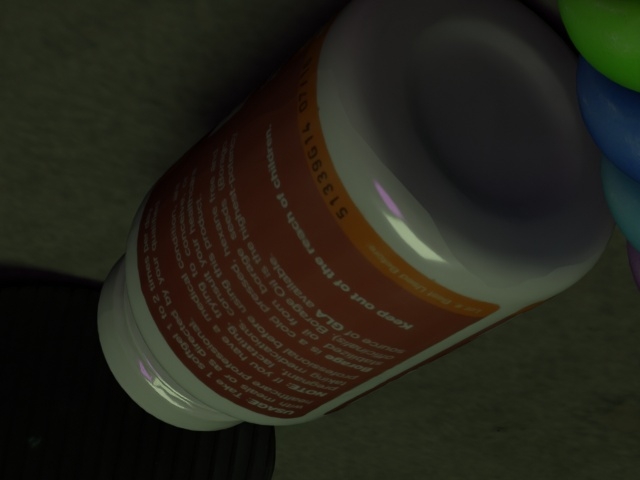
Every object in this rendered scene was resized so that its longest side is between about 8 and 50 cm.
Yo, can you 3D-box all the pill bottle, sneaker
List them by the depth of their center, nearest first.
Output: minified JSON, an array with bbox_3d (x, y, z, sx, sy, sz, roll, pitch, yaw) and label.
[{"bbox_3d":[0.000,0.000,0.543,0.121,0.121,0.216,30,144,-20],"label":"pill bottle"},{"bbox_3d":[-0.181,0.092,0.779,0.331,0.122,0.146,10,164,8],"label":"sneaker"}]

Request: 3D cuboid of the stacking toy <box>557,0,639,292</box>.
[{"bbox_3d":[0.110,-0.087,0.383,0.141,0.141,0.330,-8,133,31],"label":"stacking toy"}]
